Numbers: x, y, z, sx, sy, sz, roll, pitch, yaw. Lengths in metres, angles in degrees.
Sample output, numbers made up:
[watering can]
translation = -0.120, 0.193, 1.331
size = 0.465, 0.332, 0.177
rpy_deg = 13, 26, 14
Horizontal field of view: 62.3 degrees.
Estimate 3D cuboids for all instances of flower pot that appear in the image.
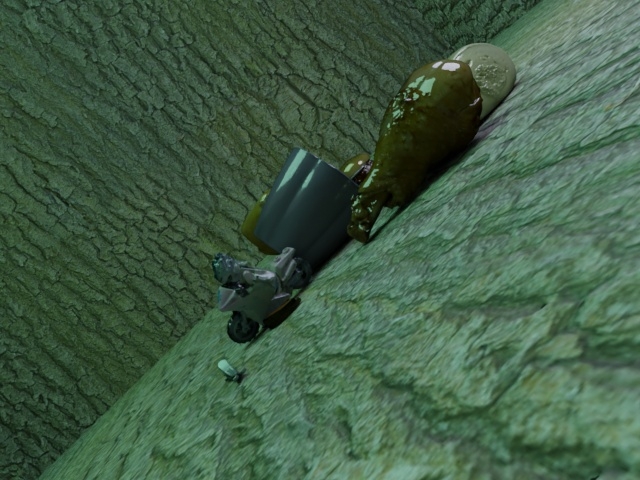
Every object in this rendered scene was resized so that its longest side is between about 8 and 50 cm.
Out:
[flower pot]
translation = -0.031, -0.061, 1.334
size = 0.243, 0.265, 0.265
rpy_deg = -56, 6, -1

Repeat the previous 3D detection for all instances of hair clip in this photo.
[hair clip]
translation = -0.164, 0.240, 0.971
size = 0.030, 0.039, 0.115
rpy_deg = -52, 11, -22

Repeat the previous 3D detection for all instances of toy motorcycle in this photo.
[toy motorcycle]
translation = -0.148, 0.087, 1.171
size = 0.108, 0.204, 0.239
rpy_deg = -8, 36, 51

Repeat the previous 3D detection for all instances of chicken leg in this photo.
[chicken leg]
translation = 0.186, -0.170, 1.122
size = 0.409, 0.182, 0.295
rpy_deg = -60, -3, -3

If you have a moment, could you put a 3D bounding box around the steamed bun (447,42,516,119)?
[steamed bun]
translation = 0.327, -0.349, 1.256
size = 0.250, 0.154, 0.200
rpy_deg = -43, 5, -29

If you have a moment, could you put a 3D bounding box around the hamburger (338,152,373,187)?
[hamburger]
translation = 0.119, -0.186, 1.612
size = 0.175, 0.137, 0.175
rpy_deg = -46, 4, 4

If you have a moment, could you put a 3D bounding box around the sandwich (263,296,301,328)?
[sandwich]
translation = -0.081, 0.150, 1.112
size = 0.101, 0.026, 0.069
rpy_deg = -40, 2, 6

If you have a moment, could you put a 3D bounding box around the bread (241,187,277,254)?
[bread]
translation = -0.124, -0.100, 2.186
size = 0.361, 0.250, 0.394
rpy_deg = -44, 1, -32
